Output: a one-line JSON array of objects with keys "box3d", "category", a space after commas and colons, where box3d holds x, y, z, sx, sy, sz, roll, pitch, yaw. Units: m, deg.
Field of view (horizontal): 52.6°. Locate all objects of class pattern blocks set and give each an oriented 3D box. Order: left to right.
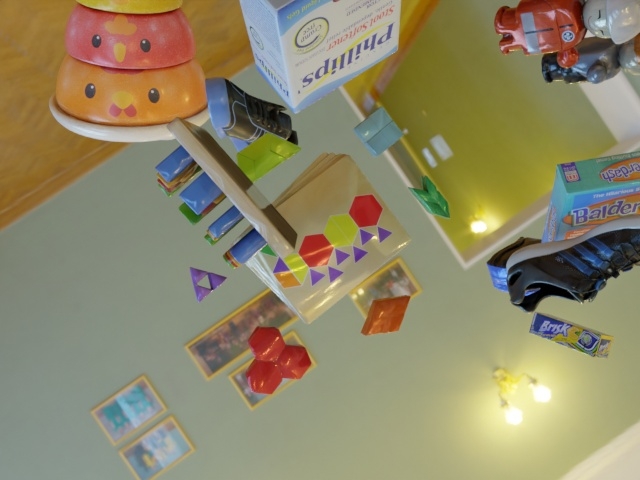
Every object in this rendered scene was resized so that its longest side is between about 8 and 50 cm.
[{"box3d": [0.000, 0.000, 0.784, 0.325, 0.285, 0.026, -30, -175, -10], "category": "pattern blocks set"}]

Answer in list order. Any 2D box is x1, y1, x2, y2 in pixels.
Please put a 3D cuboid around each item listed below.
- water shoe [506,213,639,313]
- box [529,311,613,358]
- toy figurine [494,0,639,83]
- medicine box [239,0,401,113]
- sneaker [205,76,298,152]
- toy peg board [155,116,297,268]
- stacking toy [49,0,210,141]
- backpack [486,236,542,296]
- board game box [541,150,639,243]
[{"box3d": [0.310, 0.035, 0.734, 0.203, 0.073, 0.080, -22, -132, 41], "category": "water shoe"}, {"box3d": [0.556, 0.210, 1.445, 0.059, 0.054, 0.169, 13, -176, -39], "category": "box"}, {"box3d": [0.296, -0.280, 0.692, 0.148, 0.213, 0.209, 3, 175, 40], "category": "toy figurine"}, {"box3d": [0.005, -0.425, 1.200, 0.263, 0.149, 0.289, -34, 158, -9], "category": "medicine box"}, {"box3d": [-0.093, -0.175, 0.922, 0.090, 0.081, 0.232, -11, 170, 7], "category": "sneaker"}, {"box3d": [-0.106, -0.034, 0.664, 0.079, 0.161, 0.160, -41, -175, 3], "category": "toy peg board"}, {"box3d": [-0.395, -0.470, 1.317, 0.350, 0.350, 0.480, -35, 139, -45], "category": "stacking toy"}, {"box3d": [0.380, 0.057, 1.207, 0.120, 0.101, 0.098, -23, -169, -24], "category": "backpack"}, {"box3d": [0.370, -0.030, 0.815, 0.160, 0.047, 0.210, -9, 148, 7], "category": "board game box"}]
